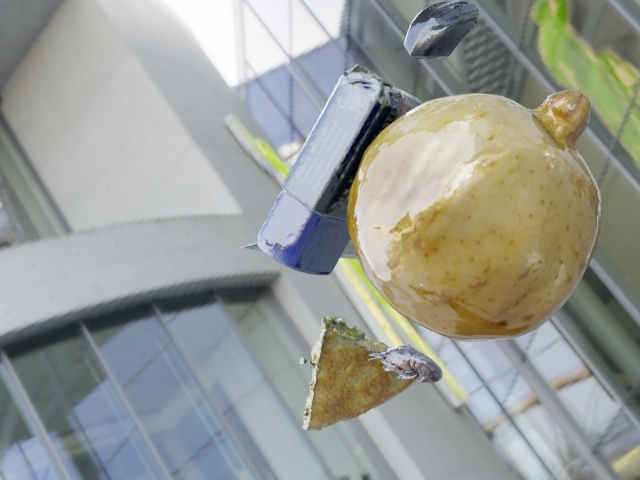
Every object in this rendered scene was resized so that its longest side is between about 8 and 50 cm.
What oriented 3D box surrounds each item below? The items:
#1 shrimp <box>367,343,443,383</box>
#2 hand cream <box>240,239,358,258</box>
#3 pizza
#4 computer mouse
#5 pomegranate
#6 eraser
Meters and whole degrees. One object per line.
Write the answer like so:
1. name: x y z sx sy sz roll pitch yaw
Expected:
1. shrimp: 0.152 0.222 2.086 0.056 0.165 0.065 -47 -59 -25
2. hand cream: 0.000 0.000 2.187 0.312 0.070 0.111 2 -9 -42
3. pizza: 0.061 0.235 2.270 0.280 0.075 0.287 -21 -50 -4
4. computer mouse: 0.217 -0.390 2.064 0.172 0.099 0.057 -42 -41 -22
5. pomegranate: 0.242 -0.056 1.668 0.410 0.410 0.410 -28 -25 -15
6. eraser: 0.029 -0.107 1.815 0.155 0.102 0.332 11 -69 -59
